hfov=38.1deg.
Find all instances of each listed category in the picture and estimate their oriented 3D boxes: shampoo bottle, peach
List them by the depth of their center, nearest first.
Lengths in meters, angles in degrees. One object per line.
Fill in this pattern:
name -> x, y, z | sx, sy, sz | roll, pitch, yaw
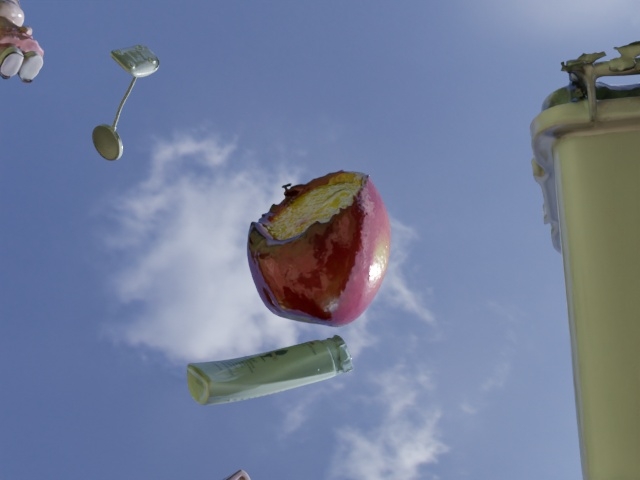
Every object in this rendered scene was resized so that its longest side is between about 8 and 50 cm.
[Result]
shampoo bottle -> -0.059, 0.158, 1.137 | 0.072, 0.212, 0.049 | 22, -66, 50
peach -> 0.000, 0.000, 1.251 | 0.196, 0.190, 0.226 | 12, -101, -6

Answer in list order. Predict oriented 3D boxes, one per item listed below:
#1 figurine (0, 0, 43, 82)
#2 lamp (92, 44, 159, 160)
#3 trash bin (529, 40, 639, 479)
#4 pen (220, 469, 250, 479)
figurine -> -0.304, -0.194, 0.858 | 0.054, 0.072, 0.129 | -52, -126, 32
lamp -> -0.255, -0.163, 1.145 | 0.050, 0.056, 0.198 | 45, -44, 8
trash bin -> 0.304, 0.046, 0.763 | 0.256, 0.296, 0.367 | -2, -120, 18
pen -> -0.160, 0.342, 1.188 | 0.197, 0.053, 0.032 | -40, -98, 37
